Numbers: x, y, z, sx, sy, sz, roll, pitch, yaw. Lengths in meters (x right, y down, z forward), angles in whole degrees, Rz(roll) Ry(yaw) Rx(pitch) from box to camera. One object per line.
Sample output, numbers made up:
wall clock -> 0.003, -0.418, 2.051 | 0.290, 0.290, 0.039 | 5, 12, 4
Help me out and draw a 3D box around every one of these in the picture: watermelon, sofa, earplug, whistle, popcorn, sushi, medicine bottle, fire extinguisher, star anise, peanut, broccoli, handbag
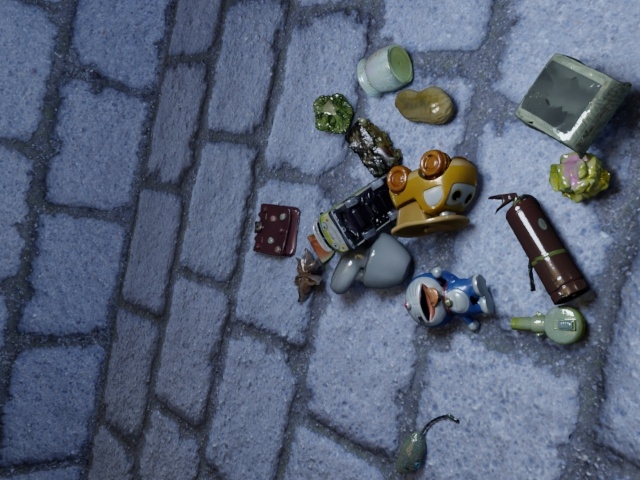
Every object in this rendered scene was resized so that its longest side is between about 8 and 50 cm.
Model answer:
watermelon -> 0.000, 0.000, 2.158 | 0.135, 0.094, 0.125 | -48, 53, 33
sofa -> 0.651, -0.340, 1.521 | 0.225, 0.176, 0.210 | 43, 113, 38
earplug -> 0.152, 0.083, 1.955 | 0.326, 0.175, 0.214 | -14, 42, 48
whistle -> 0.596, 0.221, 1.570 | 0.198, 0.057, 0.104 | -4, 83, 43
popcorn -> 0.660, -0.167, 1.526 | 0.145, 0.126, 0.125 | 161, 127, -70
sushi -> 0.187, -0.313, 2.007 | 0.115, 0.147, 0.212 | -41, 75, 25
medicine bottle -> 0.215, -0.570, 2.000 | 0.143, 0.147, 0.147 | -13, 75, 45
fire extinguisher -> 0.569, 0.007, 1.584 | 0.142, 0.105, 0.341 | -23, 66, -1
star anise -> -0.044, 0.118, 2.191 | 0.208, 0.063, 0.171 | 131, 134, -53
peanut -> 0.329, -0.436, 1.902 | 0.236, 0.110, 0.120 | 28, 125, 50
broccoli -> 0.046, -0.458, 2.160 | 0.146, 0.138, 0.162 | -13, 85, 11
handbag -> -0.181, -0.043, 2.358 | 0.216, 0.074, 0.203 | 11, 91, 45

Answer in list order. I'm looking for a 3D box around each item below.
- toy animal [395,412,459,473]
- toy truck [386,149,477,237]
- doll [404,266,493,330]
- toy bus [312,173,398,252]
toy animal -> 0.310, 0.603, 1.797 | 0.079, 0.070, 0.253 | 37, 100, 4
toy truck -> 0.332, -0.135, 1.780 | 0.288, 0.204, 0.211 | -20, 73, 41
doll -> 0.369, 0.175, 1.734 | 0.257, 0.161, 0.215 | -15, 99, 39
toy bus -> 0.114, -0.077, 1.909 | 0.179, 0.305, 0.143 | -23, 100, 49
